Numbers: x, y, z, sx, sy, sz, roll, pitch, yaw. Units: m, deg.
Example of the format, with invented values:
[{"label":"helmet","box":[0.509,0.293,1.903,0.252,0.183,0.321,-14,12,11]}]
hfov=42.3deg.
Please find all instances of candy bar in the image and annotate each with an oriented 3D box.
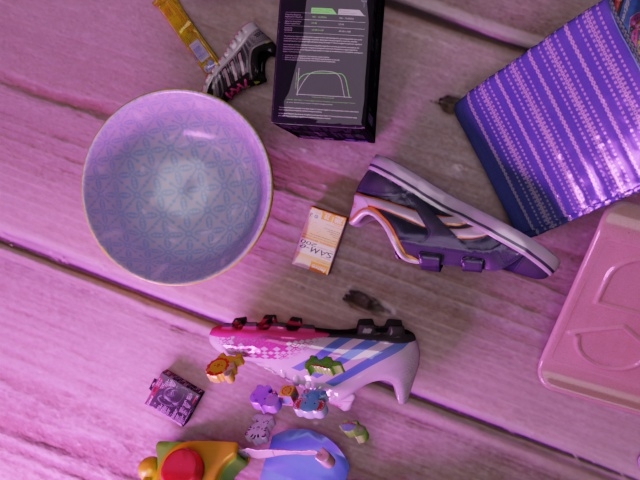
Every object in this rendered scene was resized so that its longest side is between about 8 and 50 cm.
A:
[{"label":"candy bar","box":[-0.213,-0.334,1.335,0.040,0.018,0.161,-36,89,10]}]

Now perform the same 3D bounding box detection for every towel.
[{"label":"towel","box":[0.337,-0.152,1.153,0.040,0.336,0.243,-26,88,-30]}]

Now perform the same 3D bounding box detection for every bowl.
[{"label":"bowl","box":[-0.204,-0.080,1.275,0.290,0.156,0.289,0,93,6]}]

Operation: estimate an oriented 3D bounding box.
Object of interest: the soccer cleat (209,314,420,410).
[{"label":"soccer cleat","box":[-0.013,0.194,1.287,0.331,0.116,0.143,2,92,6]}]

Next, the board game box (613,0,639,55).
[{"label":"board game box","box":[0.484,-0.241,1.258,0.145,0.027,0.281,16,94,4]}]

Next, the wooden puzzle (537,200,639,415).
[{"label":"wooden puzzle","box":[0.516,0.113,1.192,0.322,0.080,0.347,15,129,8]}]

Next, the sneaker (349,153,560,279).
[{"label":"sneaker","box":[0.194,-0.002,1.254,0.321,0.126,0.127,30,91,15]}]

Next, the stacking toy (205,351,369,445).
[{"label":"stacking toy","box":[-0.047,0.245,1.253,0.221,0.052,0.167,-2,130,26]}]

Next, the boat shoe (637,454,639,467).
[{"label":"boat shoe","box":[0.554,0.376,1.270,0.142,0.040,0.049,32,95,4]}]

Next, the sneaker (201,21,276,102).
[{"label":"sneaker","box":[-0.126,-0.258,1.305,0.075,0.063,0.170,32,91,10]}]

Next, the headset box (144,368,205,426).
[{"label":"headset box","box":[-0.242,0.256,1.357,0.083,0.032,0.062,29,95,5]}]

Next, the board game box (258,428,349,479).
[{"label":"board game box","box":[-0.029,0.386,1.336,0.133,0.033,0.168,17,92,9]}]

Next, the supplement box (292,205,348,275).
[{"label":"supplement box","box":[0.000,0.000,1.316,0.062,0.036,0.098,18,95,6]}]

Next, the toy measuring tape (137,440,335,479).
[{"label":"toy measuring tape","box":[-0.142,0.377,1.291,0.330,0.121,0.121,-3,92,19]}]

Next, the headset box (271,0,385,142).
[{"label":"headset box","box":[0.021,-0.293,1.198,0.131,0.246,0.283,4,92,7]}]
